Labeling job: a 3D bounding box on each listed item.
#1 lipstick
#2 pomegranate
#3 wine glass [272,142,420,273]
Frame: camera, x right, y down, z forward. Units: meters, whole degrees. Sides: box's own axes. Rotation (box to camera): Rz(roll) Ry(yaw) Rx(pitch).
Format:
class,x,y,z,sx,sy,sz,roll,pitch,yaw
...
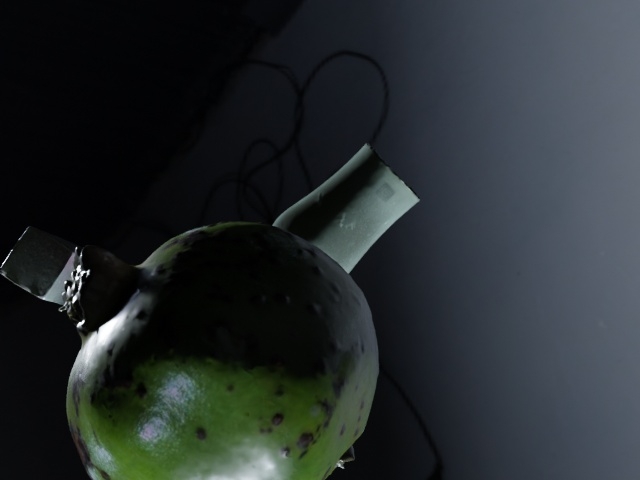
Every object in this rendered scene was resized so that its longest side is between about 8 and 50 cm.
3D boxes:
class,x,y,z,sx,sy,sz,roll,pitch,yaw
lipstick,-0.306,0.045,1.330,0.066,0.317,0.068,32,86,6
pomegranate,-0.088,0.100,0.833,0.271,0.254,0.254,31,115,-7
wine glass,0.000,0.000,1.190,0.231,0.103,0.103,-42,58,5
